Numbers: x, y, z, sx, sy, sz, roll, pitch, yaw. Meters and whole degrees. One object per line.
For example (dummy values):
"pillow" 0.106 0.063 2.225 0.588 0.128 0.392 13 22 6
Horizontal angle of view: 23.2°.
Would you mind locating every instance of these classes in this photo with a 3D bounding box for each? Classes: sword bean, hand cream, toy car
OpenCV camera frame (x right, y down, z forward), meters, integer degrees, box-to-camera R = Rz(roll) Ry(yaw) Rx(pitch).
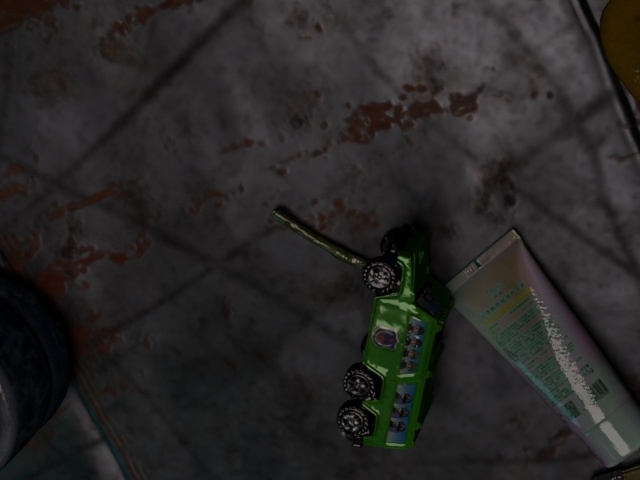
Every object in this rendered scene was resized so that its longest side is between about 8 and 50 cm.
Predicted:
"sword bean" 0.000 0.000 1.141 0.083 0.012 0.012 31 117 1
"hand cream" 0.166 0.080 1.108 0.076 0.047 0.174 -42 85 28
"toy car" 0.057 0.070 1.118 0.062 0.071 0.165 14 113 10

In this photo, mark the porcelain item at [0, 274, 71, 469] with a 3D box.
"porcelain item" -0.278 0.104 1.210 0.147 0.114 0.147 7 115 15

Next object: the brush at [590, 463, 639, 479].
"brush" 0.191 0.200 1.163 0.170 0.014 0.043 -22 105 25

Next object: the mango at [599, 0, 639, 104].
"mango" 0.264 -0.104 0.970 0.195 0.098 0.137 23 120 13
